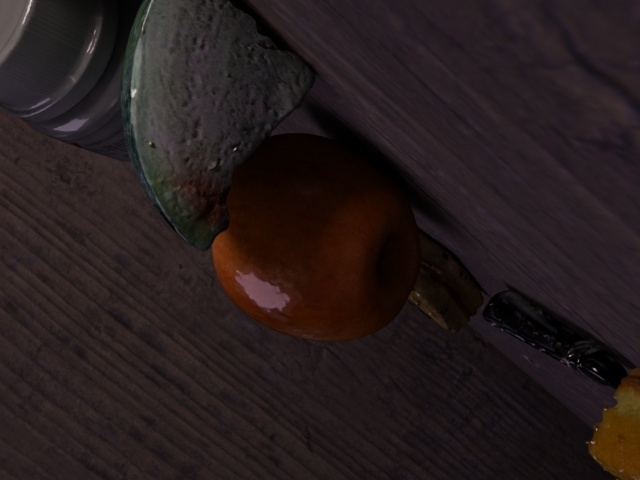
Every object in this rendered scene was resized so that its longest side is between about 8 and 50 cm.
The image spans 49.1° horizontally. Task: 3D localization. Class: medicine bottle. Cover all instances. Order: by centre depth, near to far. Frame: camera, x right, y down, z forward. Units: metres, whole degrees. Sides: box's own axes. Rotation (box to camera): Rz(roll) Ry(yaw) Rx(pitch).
[{"bbox_3d":[-0.308,-0.248,0.917,0.245,0.245,0.306,39,-168,31],"label":"medicine bottle"}]

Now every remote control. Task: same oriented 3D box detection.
[{"bbox_3d":[0.346,0.142,1.034,0.090,0.066,0.266,24,-176,-33],"label":"remote control"}]

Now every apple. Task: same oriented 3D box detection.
[{"bbox_3d":[0.000,0.000,1.013,0.275,0.299,0.299,18,171,22],"label":"apple"}]

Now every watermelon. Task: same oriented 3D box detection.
[{"bbox_3d":[-0.112,-0.152,0.809,0.289,0.214,0.319,-166,70,-87],"label":"watermelon"}]

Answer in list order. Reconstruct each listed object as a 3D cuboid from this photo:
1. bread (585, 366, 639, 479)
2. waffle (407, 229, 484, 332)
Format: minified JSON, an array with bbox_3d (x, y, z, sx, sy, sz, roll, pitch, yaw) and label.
[{"bbox_3d":[0.415,0.257,0.751,0.229,0.143,0.139,38,180,-4],"label":"bread"},{"bbox_3d":[0.140,0.018,1.440,0.376,0.114,0.261,40,180,35],"label":"waffle"}]
